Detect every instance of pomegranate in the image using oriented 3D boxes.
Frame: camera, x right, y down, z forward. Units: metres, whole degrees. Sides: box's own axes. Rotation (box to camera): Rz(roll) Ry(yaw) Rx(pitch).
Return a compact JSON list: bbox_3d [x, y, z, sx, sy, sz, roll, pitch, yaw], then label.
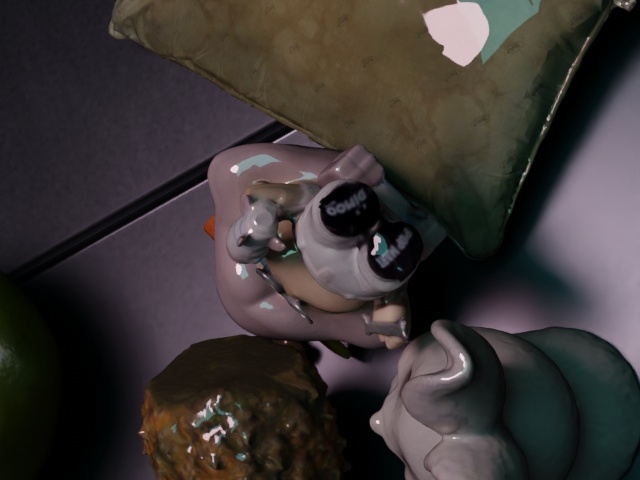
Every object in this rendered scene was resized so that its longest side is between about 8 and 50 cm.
[{"bbox_3d":[-0.246,0.104,1.069,0.241,0.159,0.190,-45,50,40],"label":"pomegranate"}]

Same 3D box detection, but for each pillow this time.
[{"bbox_3d":[0.018,-0.133,1.006,0.302,0.075,0.185,32,109,26],"label":"pillow"}]

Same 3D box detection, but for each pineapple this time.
[{"bbox_3d":[-0.025,0.149,0.954,0.108,0.108,0.198,-9,112,25],"label":"pineapple"}]

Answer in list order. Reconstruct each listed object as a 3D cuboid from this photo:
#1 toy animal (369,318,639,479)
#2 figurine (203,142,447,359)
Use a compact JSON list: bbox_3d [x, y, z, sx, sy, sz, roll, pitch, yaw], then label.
[{"bbox_3d":[0.067,0.091,0.871,0.131,0.221,0.104,-3,85,25],"label":"toy animal"},{"bbox_3d":[0.000,0.000,0.937,0.137,0.229,0.112,36,79,-8],"label":"figurine"}]
